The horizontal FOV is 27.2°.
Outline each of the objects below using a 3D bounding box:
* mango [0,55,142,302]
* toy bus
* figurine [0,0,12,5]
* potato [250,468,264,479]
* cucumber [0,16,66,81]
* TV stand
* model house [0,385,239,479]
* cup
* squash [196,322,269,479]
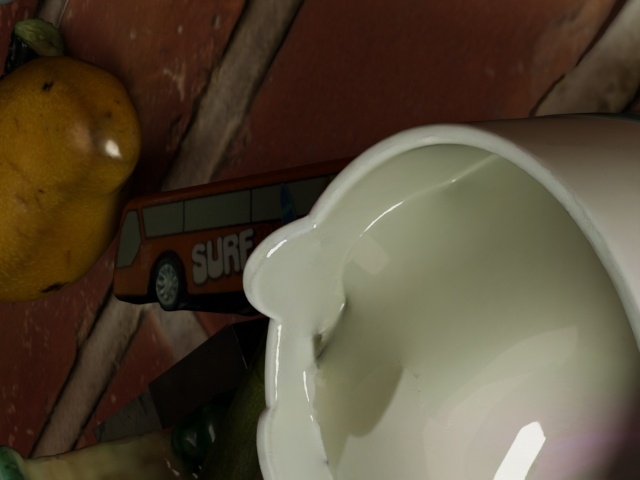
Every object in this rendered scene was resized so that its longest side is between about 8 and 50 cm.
[{"bbox_3d":[-0.229,-0.052,1.111,0.295,0.120,0.177,-33,67,40],"label":"mango"},{"bbox_3d":[0.000,0.000,0.855,0.408,0.093,0.092,-6,83,50],"label":"toy bus"},{"bbox_3d":[-0.355,-0.384,1.152,0.224,0.205,0.382,-50,55,50],"label":"figurine"},{"bbox_3d":[0.070,0.251,0.688,0.326,0.243,0.221,52,139,14],"label":"potato"},{"bbox_3d":[-0.277,-0.113,1.209,0.058,0.058,0.187,55,134,30],"label":"cucumber"},{"bbox_3d":[-0.110,0.130,1.052,0.256,0.040,0.049,-38,68,47],"label":"TV stand"},{"bbox_3d":[-0.133,0.322,0.874,0.334,0.342,0.382,-44,62,47],"label":"model house"},{"bbox_3d":[0.138,0.084,0.560,0.219,0.257,0.290,-30,73,50],"label":"cup"},{"bbox_3d":[-0.019,0.097,0.763,0.066,0.066,0.229,49,127,35],"label":"squash"}]
